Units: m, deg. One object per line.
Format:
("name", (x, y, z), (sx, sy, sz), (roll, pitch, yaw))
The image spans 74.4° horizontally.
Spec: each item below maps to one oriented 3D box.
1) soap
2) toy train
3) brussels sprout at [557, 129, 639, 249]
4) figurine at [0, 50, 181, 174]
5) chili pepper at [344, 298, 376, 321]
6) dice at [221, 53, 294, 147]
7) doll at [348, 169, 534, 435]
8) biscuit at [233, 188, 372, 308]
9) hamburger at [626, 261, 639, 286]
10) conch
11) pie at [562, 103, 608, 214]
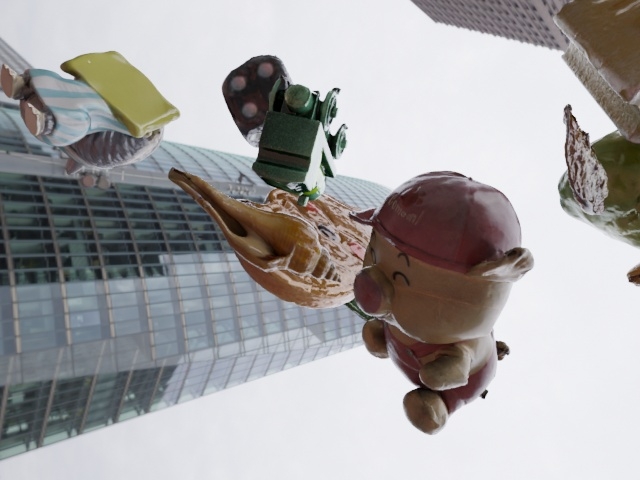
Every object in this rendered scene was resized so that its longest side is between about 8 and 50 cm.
("soap", (0.618, -0.363, 0.732), (0.294, 0.156, 0.334), (-21, -134, 25))
("toy train", (-0.020, -0.113, 0.533), (0.083, 0.200, 0.132), (15, -95, 12))
("brussels sprout", (0.641, -0.092, 0.821), (0.274, 0.317, 0.242), (8, -95, 52))
("figurine", (-0.604, -0.256, 1.078), (0.378, 0.361, 0.266), (-42, -99, 37))
("chili pepper", (0.112, 0.182, 1.340), (0.224, 0.098, 0.061), (45, -33, 2))
("dice", (-0.147, -0.372, 1.146), (0.183, 0.181, 0.183), (-24, -97, 8))
("doll", (0.108, 0.053, 0.437), (0.196, 0.152, 0.255), (20, -53, 36))
("biscuit", (0.000, -0.001, 0.990), (0.349, 0.455, 0.078), (47, -55, 11))
("hamburger", (0.733, 0.068, 0.946), (0.083, 0.076, 0.044), (-49, -124, 33))
("conch", (-0.107, -0.015, 0.694), (0.331, 0.093, 0.109), (29, -108, -1))
("pie", (0.392, -0.102, 0.625), (0.033, 0.088, 0.191), (-5, -57, 54))
